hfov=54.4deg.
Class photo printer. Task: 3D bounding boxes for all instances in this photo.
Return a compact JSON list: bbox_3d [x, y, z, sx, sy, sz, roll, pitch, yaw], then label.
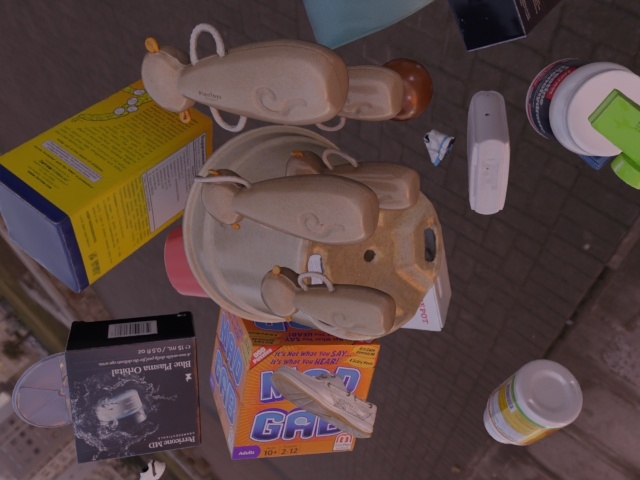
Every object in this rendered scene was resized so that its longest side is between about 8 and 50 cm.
[{"bbox_3d":[0.481,-0.267,1.801,0.107,0.307,0.256,1,131,11],"label":"photo printer"}]

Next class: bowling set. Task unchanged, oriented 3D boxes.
[{"bbox_3d":[-0.001,-0.073,0.528,0.154,0.200,0.287,9,133,27],"label":"bowling set"}]

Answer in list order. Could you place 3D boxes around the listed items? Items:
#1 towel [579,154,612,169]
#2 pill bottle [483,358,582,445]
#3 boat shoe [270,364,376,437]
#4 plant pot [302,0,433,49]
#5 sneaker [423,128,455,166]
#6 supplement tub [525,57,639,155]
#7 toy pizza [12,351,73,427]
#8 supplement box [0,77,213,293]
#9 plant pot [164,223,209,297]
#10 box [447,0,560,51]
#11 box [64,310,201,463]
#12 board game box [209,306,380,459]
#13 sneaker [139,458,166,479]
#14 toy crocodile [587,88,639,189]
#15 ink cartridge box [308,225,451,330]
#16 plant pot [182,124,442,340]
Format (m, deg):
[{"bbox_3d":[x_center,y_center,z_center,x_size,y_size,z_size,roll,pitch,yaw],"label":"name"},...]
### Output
[{"bbox_3d":[0.665,-0.235,1.545,0.119,0.067,0.029,47,174,15],"label":"towel"},{"bbox_3d":[0.435,0.354,1.319,0.136,0.136,0.246,40,153,15],"label":"pill bottle"},{"bbox_3d":[0.012,0.339,1.387,0.277,0.096,0.098,37,148,-22],"label":"boat shoe"},{"bbox_3d":[0.093,-0.445,1.037,0.234,0.166,0.165,-13,118,17],"label":"plant pot"},{"bbox_3d":[0.337,-0.278,1.811,0.083,0.071,0.191,36,172,9],"label":"sneaker"},{"bbox_3d":[0.569,-0.288,1.337,0.191,0.191,0.272,53,-168,-14],"label":"supplement tub"},{"bbox_3d":[-0.562,0.320,1.355,0.032,0.201,0.201,39,158,46],"label":"toy pizza"},{"bbox_3d":[-0.387,-0.112,1.155,0.195,0.356,0.194,33,143,19],"label":"supplement box"},{"bbox_3d":[-0.263,0.040,1.671,0.243,0.275,0.275,-8,131,17],"label":"plant pot"},{"bbox_3d":[0.453,-0.710,1.561,0.179,0.312,0.343,1,127,49],"label":"box"},{"bbox_3d":[-0.238,0.187,0.808,0.093,0.156,0.158,-135,43,-68],"label":"box"},{"bbox_3d":[-0.094,0.358,1.789,0.356,0.356,0.356,-130,48,-59],"label":"board game box"},{"bbox_3d":[-0.396,0.542,1.415,0.044,0.109,0.040,32,-177,-19],"label":"sneaker"},{"bbox_3d":[0.557,-0.104,0.928,0.340,0.105,0.115,41,127,18],"label":"toy crocodile"},{"bbox_3d":[0.128,0.078,1.423,0.306,0.131,0.226,1,129,24],"label":"ink cartridge box"},{"bbox_3d":[0.000,0.000,0.914,0.334,0.334,0.305,58,163,-24],"label":"plant pot"}]
